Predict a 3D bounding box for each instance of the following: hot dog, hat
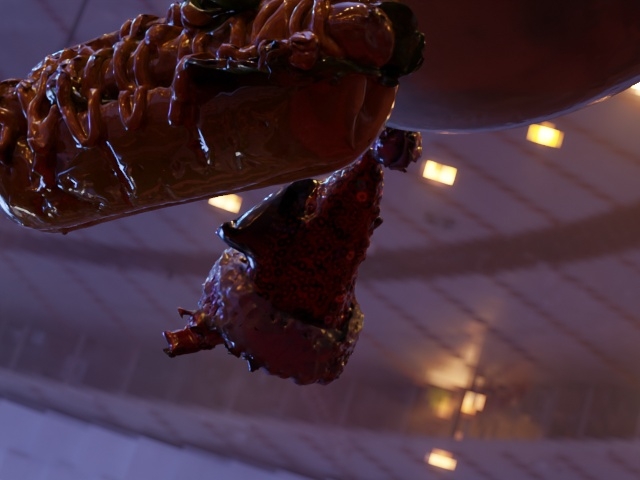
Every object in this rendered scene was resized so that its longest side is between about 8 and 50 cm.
[{"bbox_3d":[-0.047,-0.045,0.597,0.188,0.072,0.055,-11,-44,40],"label":"hot dog"},{"bbox_3d":[-0.003,-0.003,1.333,0.140,0.129,0.227,18,-56,-21],"label":"hat"}]

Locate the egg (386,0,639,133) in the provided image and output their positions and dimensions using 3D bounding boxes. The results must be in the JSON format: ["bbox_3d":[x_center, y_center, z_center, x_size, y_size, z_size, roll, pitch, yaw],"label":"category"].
[{"bbox_3d":[0.087,-0.157,0.749,0.203,0.283,0.203,55,-10,15],"label":"egg"}]
